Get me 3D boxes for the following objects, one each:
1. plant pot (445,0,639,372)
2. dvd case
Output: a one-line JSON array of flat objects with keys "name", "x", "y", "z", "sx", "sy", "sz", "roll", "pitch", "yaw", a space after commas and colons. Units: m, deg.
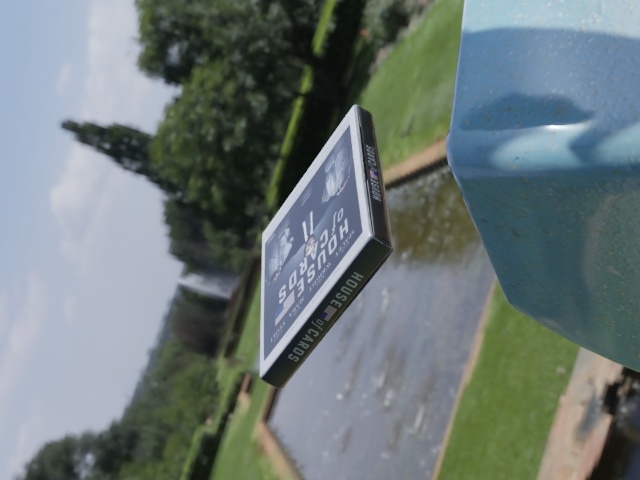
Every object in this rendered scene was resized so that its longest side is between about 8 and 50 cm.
[{"name": "plant pot", "x": 0.203, "y": -0.067, "z": 0.628, "sx": 0.248, "sy": 0.252, "sz": 0.247, "roll": 59, "pitch": -146, "yaw": -51}, {"name": "dvd case", "x": 0.000, "y": 0.000, "z": 1.172, "sx": 0.179, "sy": 0.029, "sz": 0.239, "roll": -53, "pitch": 20, "yaw": 26}]
